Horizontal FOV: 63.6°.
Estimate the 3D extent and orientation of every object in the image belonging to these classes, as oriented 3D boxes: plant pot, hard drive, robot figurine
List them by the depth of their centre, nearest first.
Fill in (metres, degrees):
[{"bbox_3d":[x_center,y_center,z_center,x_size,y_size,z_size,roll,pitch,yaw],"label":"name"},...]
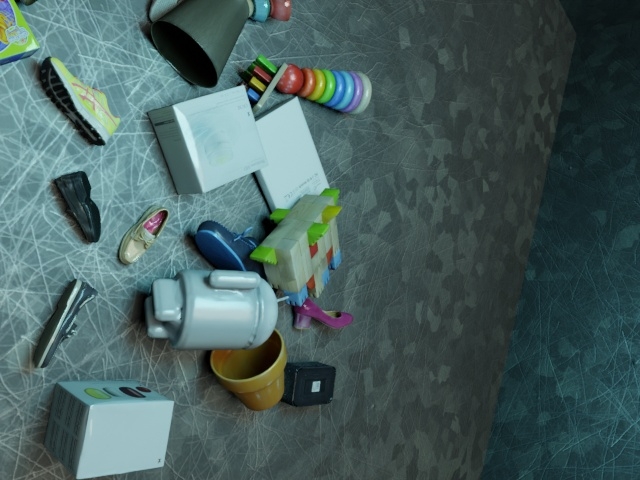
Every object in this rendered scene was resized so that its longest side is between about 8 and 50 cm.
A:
[{"bbox_3d":[-0.259,0.179,1.322,0.354,0.300,0.199,8,48,-31],"label":"robot figurine"},{"bbox_3d":[-0.184,0.371,1.454,0.205,0.205,0.187,-42,136,-34],"label":"plant pot"},{"bbox_3d":[-0.097,-0.226,1.578,0.233,0.047,0.353,-41,124,-34],"label":"hard drive"}]

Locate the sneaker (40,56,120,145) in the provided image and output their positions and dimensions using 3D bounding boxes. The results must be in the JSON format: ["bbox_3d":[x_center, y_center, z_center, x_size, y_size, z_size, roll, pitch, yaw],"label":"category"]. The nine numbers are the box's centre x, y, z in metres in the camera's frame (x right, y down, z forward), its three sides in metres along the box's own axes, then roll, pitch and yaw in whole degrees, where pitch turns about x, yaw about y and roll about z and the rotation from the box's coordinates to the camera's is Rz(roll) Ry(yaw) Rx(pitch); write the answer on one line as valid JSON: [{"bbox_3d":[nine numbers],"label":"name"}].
[{"bbox_3d":[-0.531,-0.319,1.154,0.094,0.082,0.208,-57,134,-35],"label":"sneaker"}]

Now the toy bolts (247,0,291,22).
[{"bbox_3d":[-0.180,-0.731,1.433,0.159,0.218,0.228,-19,138,-28],"label":"toy bolts"}]

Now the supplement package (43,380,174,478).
[{"bbox_3d":[-0.472,0.410,1.155,0.194,0.203,0.149,13,83,-44],"label":"supplement package"}]

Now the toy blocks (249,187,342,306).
[{"bbox_3d":[-0.045,0.049,1.514,0.381,0.191,0.260,-53,144,-47],"label":"toy blocks"}]

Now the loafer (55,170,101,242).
[{"bbox_3d":[-0.545,-0.073,1.171,0.061,0.062,0.170,-9,109,-4],"label":"loafer"}]

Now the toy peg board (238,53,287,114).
[{"bbox_3d":[-0.189,-0.421,1.428,0.079,0.161,0.160,36,67,-20],"label":"toy peg board"}]

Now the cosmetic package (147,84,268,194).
[{"bbox_3d":[-0.286,-0.261,1.346,0.224,0.138,0.224,-32,115,-38],"label":"cosmetic package"}]

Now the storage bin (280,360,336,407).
[{"bbox_3d":[-0.044,0.458,1.655,0.180,0.084,0.122,11,84,-43],"label":"storage bin"}]

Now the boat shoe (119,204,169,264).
[{"bbox_3d":[-0.432,-0.016,1.271,0.063,0.059,0.170,42,64,-37],"label":"boat shoe"}]

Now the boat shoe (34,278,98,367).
[{"bbox_3d":[-0.562,0.189,1.147,0.065,0.075,0.206,34,65,-37],"label":"boat shoe"}]

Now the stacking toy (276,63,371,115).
[{"bbox_3d":[0.000,-0.482,1.626,0.330,0.141,0.141,-3,94,-38],"label":"stacking toy"}]

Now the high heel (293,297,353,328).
[{"bbox_3d":[0.017,0.225,1.704,0.244,0.082,0.117,4,100,-31],"label":"high heel"}]

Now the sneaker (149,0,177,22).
[{"bbox_3d":[-0.393,-0.611,1.291,0.051,0.070,0.134,19,108,-52],"label":"sneaker"}]

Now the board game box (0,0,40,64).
[{"bbox_3d":[-0.742,-0.403,0.930,0.347,0.078,0.233,-39,116,-36],"label":"board game box"}]

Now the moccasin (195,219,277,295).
[{"bbox_3d":[-0.225,0.038,1.446,0.342,0.138,0.116,56,48,-48],"label":"moccasin"}]

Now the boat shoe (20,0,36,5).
[{"bbox_3d":[-0.575,-0.624,1.072,0.098,0.109,0.302,30,66,-35],"label":"boat shoe"}]

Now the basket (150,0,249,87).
[{"bbox_3d":[-0.289,-0.544,1.324,0.204,0.154,0.226,48,57,-36],"label":"basket"}]
